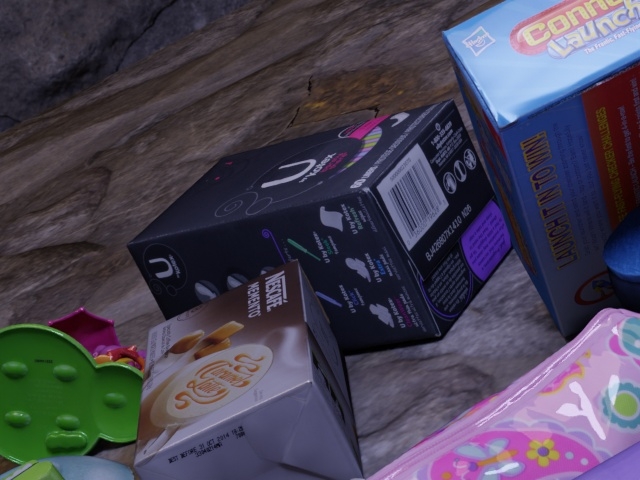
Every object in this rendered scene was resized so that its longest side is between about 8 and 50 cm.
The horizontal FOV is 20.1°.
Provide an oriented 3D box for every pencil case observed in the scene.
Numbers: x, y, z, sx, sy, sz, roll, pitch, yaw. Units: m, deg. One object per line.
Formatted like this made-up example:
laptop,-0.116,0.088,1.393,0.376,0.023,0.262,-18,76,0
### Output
pencil case,0.096,0.150,1.030,0.284,0.124,0.124,-31,19,-15

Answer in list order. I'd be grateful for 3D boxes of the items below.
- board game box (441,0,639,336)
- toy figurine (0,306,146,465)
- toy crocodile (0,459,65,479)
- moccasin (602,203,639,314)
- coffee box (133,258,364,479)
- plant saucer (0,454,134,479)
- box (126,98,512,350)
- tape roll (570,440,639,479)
board game box,0.258,-0.095,1.209,0.302,0.308,0.086,-26,59,1
toy figurine,-0.203,0.113,1.588,0.173,0.130,0.159,1,16,13
toy crocodile,-0.317,0.269,1.284,0.340,0.115,0.105,-29,24,0
moccasin,0.350,-0.016,1.153,0.342,0.117,0.138,-23,29,-4
coffee box,-0.053,0.122,1.341,0.141,0.098,0.246,-25,18,6
plant saucer,-0.242,0.219,1.437,0.195,0.037,0.195,-23,18,8
box,0.000,0.000,1.531,0.270,0.143,0.165,-13,22,38
tape roll,0.169,0.173,0.754,0.080,0.189,0.189,-28,18,-6
